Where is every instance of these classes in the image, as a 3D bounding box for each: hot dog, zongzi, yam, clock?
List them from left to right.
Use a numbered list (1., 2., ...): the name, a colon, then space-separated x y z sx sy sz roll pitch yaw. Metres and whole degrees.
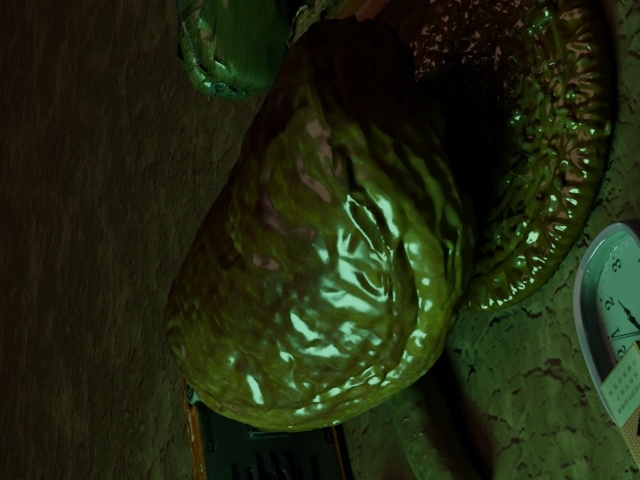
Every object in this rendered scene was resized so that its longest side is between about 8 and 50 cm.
1. zongzi: -0.062 -0.303 1.404 0.274 0.125 0.250 -38 50 49
2. hot dog: 0.000 0.000 1.072 0.387 0.174 0.267 123 147 -46
3. yam: 0.082 0.137 1.092 0.241 0.057 0.056 -112 37 -47
4. clock: 0.209 0.065 0.835 0.110 0.050 0.152 -56 37 45

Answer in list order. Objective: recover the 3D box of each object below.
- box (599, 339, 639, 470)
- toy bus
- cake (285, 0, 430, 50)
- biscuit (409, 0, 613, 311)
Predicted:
1. box: 0.196 0.105 0.779 0.046 0.012 0.083 -63 34 37
2. toy bus: -0.053 0.241 1.256 0.153 0.143 0.329 112 151 -51
3. cake: 0.075 -0.230 1.192 0.225 0.090 0.109 -50 36 22
4. biscuit: 0.129 -0.092 1.049 0.305 0.038 0.305 -175 90 -65
